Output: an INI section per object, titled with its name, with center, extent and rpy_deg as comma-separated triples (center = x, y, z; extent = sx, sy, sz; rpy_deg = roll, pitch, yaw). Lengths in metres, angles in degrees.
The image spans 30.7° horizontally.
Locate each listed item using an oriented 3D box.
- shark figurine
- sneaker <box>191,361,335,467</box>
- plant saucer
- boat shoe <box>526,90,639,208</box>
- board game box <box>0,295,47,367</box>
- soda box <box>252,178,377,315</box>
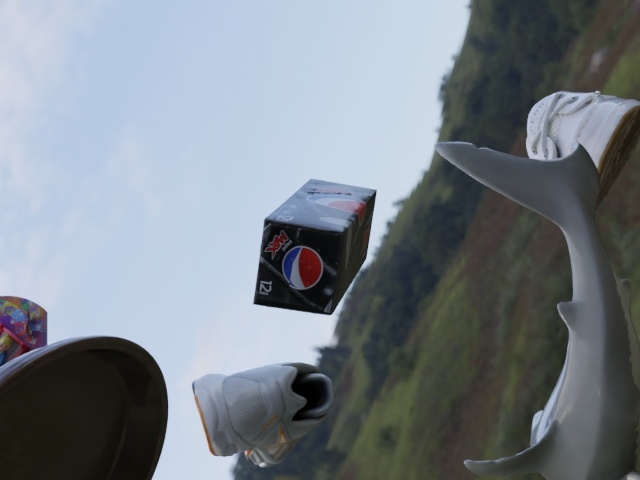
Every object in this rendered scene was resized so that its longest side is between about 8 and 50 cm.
[shark figurine]
center = 0.129, 0.084, 0.662
extent = 0.166, 0.116, 0.278
rpy_deg = -113, 8, -50
[sneaker]
center = -0.032, 0.176, 1.208
extent = 0.262, 0.121, 0.099
rpy_deg = 28, -134, -74
[plant saucer]
center = -0.231, 0.194, 0.930
extent = 0.278, 0.041, 0.278
rpy_deg = -40, -35, -36
[boat shoe]
center = 0.224, -0.086, 1.030
extent = 0.098, 0.096, 0.277
rpy_deg = -59, -11, 5
[board game box]
center = -0.428, 0.147, 1.532
extent = 0.033, 0.133, 0.168
rpy_deg = 86, 179, -67
[soda box]
center = 0.000, 0.000, 0.808
extent = 0.169, 0.053, 0.060
rpy_deg = -52, -28, -75
